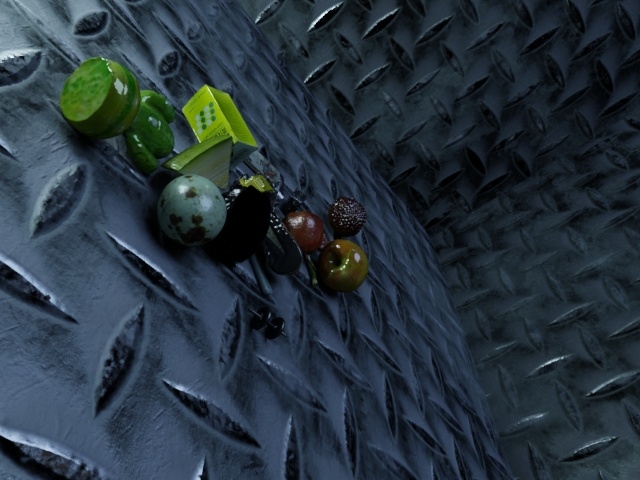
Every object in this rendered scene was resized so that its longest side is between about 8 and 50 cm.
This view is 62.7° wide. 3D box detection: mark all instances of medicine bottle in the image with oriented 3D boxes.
[{"bbox_3d":[-0.341,-0.377,1.779,0.250,0.137,0.141,60,20,13],"label":"medicine bottle"}]

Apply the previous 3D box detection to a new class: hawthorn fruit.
[{"bbox_3d":[-0.063,0.000,1.859,0.162,0.162,0.204,26,54,-54],"label":"hawthorn fruit"}]

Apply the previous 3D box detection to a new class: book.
[{"bbox_3d":[-0.224,-0.287,2.072,0.231,0.026,0.157,44,23,-29],"label":"book"}]

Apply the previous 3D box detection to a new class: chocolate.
[{"bbox_3d":[-0.273,-0.060,1.503,0.177,0.206,0.224,16,-8,24],"label":"chocolate"}]

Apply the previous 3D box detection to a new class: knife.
[{"bbox_3d":[-0.181,0.093,1.586,0.044,0.023,0.162,24,37,-58],"label":"knife"}]

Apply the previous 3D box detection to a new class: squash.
[{"bbox_3d":[-0.367,-0.192,1.497,0.111,0.203,0.289,23,38,11],"label":"squash"}]

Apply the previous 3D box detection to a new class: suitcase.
[{"bbox_3d":[-0.104,-0.149,2.048,0.059,0.086,0.126,39,21,-3],"label":"suitcase"}]

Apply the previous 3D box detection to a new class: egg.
[{"bbox_3d":[-0.323,-0.082,1.324,0.169,0.169,0.231,43,13,-32],"label":"egg"}]

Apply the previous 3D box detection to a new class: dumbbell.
[{"bbox_3d":[-0.141,0.222,1.413,0.147,0.069,0.069,43,24,-31],"label":"dumbbell"}]

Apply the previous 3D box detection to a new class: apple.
[{"bbox_3d":[0.087,0.097,1.961,0.196,0.196,0.196,46,22,-25],"label":"apple"}]

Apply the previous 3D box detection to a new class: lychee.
[{"bbox_3d":[0.118,-0.100,2.366,0.188,0.188,0.188,46,22,-25],"label":"lychee"}]

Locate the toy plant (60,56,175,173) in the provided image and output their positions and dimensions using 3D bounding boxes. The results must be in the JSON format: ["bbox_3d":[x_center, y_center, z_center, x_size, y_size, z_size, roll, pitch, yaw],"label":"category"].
[{"bbox_3d":[-0.474,-0.303,1.331,0.316,0.184,0.224,28,59,-65],"label":"toy plant"}]

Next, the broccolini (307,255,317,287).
[{"bbox_3d":[-0.039,0.056,1.931,0.071,0.058,0.254,-5,48,-18],"label":"broccolini"}]

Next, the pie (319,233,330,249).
[{"bbox_3d":[0.000,0.000,2.131,0.092,0.034,0.170,54,19,6],"label":"pie"}]

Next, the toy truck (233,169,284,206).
[{"bbox_3d":[-0.198,-0.176,1.829,0.136,0.111,0.286,55,14,2],"label":"toy truck"}]

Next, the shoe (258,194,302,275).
[{"bbox_3d":[-0.161,-0.019,1.668,0.336,0.132,0.171,51,-4,19],"label":"shoe"}]
